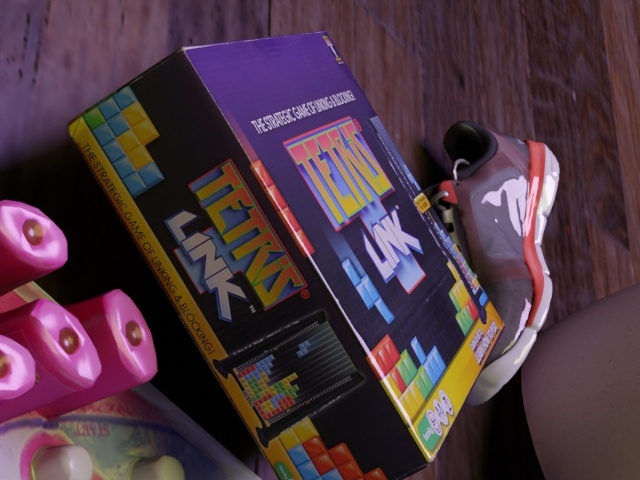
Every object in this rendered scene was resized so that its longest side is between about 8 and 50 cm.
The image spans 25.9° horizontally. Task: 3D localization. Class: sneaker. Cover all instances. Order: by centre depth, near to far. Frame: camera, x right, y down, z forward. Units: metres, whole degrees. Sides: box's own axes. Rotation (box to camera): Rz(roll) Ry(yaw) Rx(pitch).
[{"bbox_3d":[0.067,0.006,0.647,0.065,0.061,0.158,26,45,-14],"label":"sneaker"}]

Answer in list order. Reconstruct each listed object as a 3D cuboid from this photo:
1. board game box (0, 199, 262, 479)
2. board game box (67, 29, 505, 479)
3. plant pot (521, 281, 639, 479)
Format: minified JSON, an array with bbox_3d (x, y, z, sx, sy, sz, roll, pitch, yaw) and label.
[{"bbox_3d":[-0.021,0.240,0.360,0.390,0.050,0.390,47,38,-33],"label":"board game box"},{"bbox_3d":[0.000,0.000,0.479,0.141,0.048,0.170,60,18,-2],"label":"board game box"},{"bbox_3d":[0.259,0.109,0.664,0.284,0.191,0.284,41,24,-23],"label":"plant pot"}]
